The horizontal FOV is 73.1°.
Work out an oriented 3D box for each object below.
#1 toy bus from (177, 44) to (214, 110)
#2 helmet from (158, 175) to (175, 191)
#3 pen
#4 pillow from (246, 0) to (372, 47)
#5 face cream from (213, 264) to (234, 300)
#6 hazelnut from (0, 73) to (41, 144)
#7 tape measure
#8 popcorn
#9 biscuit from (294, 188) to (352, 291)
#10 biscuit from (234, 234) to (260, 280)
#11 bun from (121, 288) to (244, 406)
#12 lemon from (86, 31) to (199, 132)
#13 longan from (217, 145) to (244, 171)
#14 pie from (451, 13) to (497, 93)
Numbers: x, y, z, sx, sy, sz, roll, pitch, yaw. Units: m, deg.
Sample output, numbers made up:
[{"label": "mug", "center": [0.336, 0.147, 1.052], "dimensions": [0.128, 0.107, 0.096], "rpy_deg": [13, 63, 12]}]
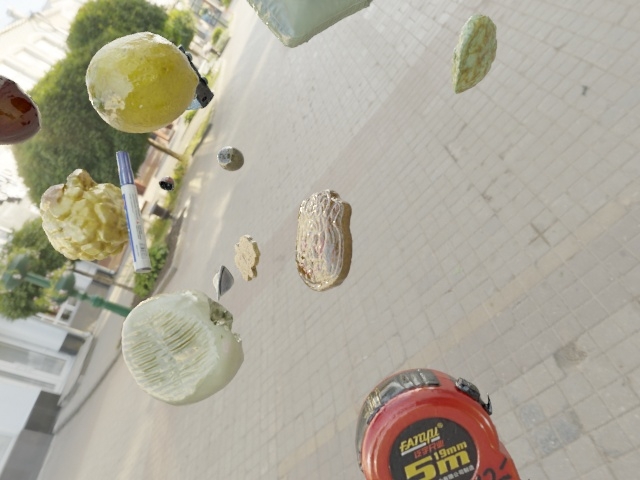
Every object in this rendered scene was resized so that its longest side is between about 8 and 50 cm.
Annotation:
[{"label": "toy bus", "center": [-0.439, -0.516, 1.395], "dimensions": [0.106, 0.185, 0.090], "rpy_deg": [-5, 45, 30]}, {"label": "helmet", "center": [-0.632, -0.244, 1.784], "dimensions": [0.084, 0.064, 0.049], "rpy_deg": [125, 155, -62]}, {"label": "pen", "center": [-0.299, -0.047, 0.684], "dimensions": [0.025, 0.025, 0.205], "rpy_deg": [-30, 71, 49]}, {"label": "pillow", "center": [-0.035, -0.619, 1.037], "dimensions": [0.322, 0.255, 0.119], "rpy_deg": [-42, 4, -25]}, {"label": "face cream", "center": [-0.331, 0.136, 1.440], "dimensions": [0.224, 0.070, 0.114], "rpy_deg": [157, 117, -82]}, {"label": "hazelnut", "center": [-0.900, -0.350, 1.192], "dimensions": [0.208, 0.208, 0.208], "rpy_deg": [-44, 31, 35]}, {"label": "tape measure", "center": [0.188, 0.346, 0.735], "dimensions": [0.252, 0.261, 0.114], "rpy_deg": [-23, 6, 0]}, {"label": "popcorn", "center": [-0.436, -0.046, 0.814], "dimensions": [0.180, 0.170, 0.180], "rpy_deg": [18, -90, -86]}, {"label": "biscuit", "center": [-0.002, 0.000, 1.104], "dimensions": [0.272, 0.049, 0.258], "rpy_deg": [3, 89, 62]}, {"label": "biscuit", "center": [-0.283, 0.062, 1.687], "dimensions": [0.166, 0.036, 0.226], "rpy_deg": [56, 144, 26]}, {"label": "bun", "center": [-0.206, 0.159, 0.689], "dimensions": [0.193, 0.179, 0.128], "rpy_deg": [-29, -4, 22]}, {"label": "lemon", "center": [-0.474, -0.425, 1.170], "dimensions": [0.320, 0.245, 0.245], "rpy_deg": [-46, 13, -35]}, {"label": "longan", "center": [-0.356, -0.326, 1.706], "dimensions": [0.106, 0.106, 0.119], "rpy_deg": [-54, 39, 17]}, {"label": "pie", "center": [0.486, -0.596, 1.382], "dimensions": [0.201, 0.248, 0.090], "rpy_deg": [-38, 55, -21]}]
